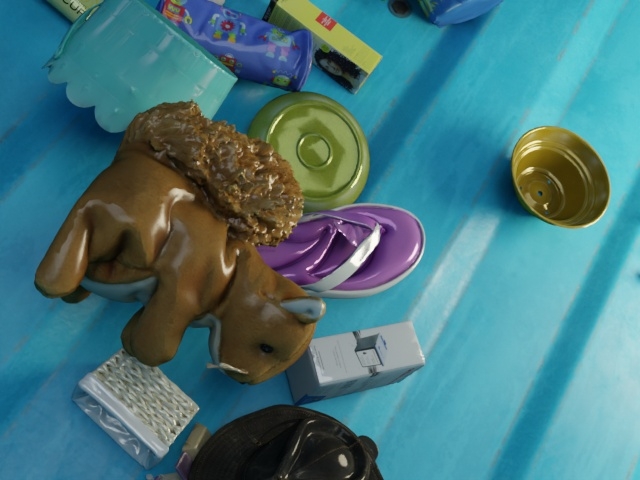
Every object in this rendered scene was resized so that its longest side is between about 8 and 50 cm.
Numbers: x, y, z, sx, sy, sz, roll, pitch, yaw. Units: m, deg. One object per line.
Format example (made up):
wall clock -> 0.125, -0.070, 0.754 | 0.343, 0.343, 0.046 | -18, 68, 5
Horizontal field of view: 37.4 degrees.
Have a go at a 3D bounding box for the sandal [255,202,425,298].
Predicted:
sandal -> 0.004, 0.014, 1.574 | 0.417, 0.102, 0.169 | -8, 72, -24

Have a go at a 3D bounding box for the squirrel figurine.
squirrel figurine -> -0.153, 0.009, 1.373 | 0.371, 0.281, 0.396 | 26, 74, -4

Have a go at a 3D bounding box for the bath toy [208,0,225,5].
bath toy -> -0.132, -0.552, 1.810 | 0.348, 0.151, 0.129 | -45, 123, -28

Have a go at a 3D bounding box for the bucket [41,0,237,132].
bucket -> -0.283, -0.267, 1.527 | 0.281, 0.281, 0.183 | 40, 96, -1

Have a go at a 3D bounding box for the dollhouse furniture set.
dollhouse furniture set -> -0.212, 0.351, 1.472 | 0.091, 0.081, 0.114 | 62, 28, -23

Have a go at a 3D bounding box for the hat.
hat -> -0.020, 0.357, 1.407 | 0.331, 0.134, 0.331 | 15, 46, -17

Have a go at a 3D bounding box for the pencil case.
pencil case -> -0.163, -0.365, 1.721 | 0.306, 0.119, 0.133 | 14, 61, -14

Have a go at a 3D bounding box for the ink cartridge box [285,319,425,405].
ink cartridge box -> 0.054, 0.203, 1.554 | 0.191, 0.139, 0.082 | -10, 71, -23

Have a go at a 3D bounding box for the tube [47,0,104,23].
tube -> -0.432, -0.425, 1.687 | 0.240, 0.062, 0.070 | 40, 102, -6

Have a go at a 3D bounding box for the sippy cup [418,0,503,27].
sippy cup -> 0.264, -0.562, 1.906 | 0.240, 0.306, 0.224 | -10, 80, -68

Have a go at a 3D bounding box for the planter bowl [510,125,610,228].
planter bowl -> 0.448, -0.107, 1.847 | 0.217, 0.090, 0.217 | 7, 66, -16

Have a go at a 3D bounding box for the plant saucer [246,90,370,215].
plant saucer -> -0.016, -0.158, 1.707 | 0.241, 0.037, 0.240 | 3, 80, -19

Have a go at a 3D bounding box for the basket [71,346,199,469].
basket -> -0.279, 0.249, 1.435 | 0.167, 0.113, 0.103 | 42, 60, 1

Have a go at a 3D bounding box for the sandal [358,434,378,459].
sandal -> 0.031, 0.382, 1.529 | 0.067, 0.040, 0.179 | 45, 62, 2

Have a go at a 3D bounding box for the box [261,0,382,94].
box -> 0.000, -0.383, 1.805 | 0.232, 0.087, 0.058 | 37, 62, -1
